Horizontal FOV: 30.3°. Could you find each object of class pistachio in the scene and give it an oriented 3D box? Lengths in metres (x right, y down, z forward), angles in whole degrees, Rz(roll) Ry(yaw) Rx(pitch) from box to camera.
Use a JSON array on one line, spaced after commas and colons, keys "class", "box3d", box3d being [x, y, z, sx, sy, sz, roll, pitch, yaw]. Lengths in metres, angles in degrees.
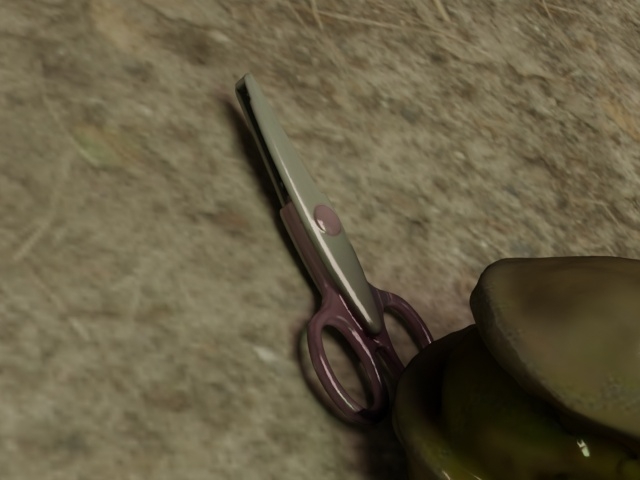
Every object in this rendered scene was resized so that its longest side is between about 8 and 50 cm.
[{"class": "pistachio", "box3d": [0.172, 0.086, 0.532, 0.288, 0.166, 0.197, 25, 28, -24]}]

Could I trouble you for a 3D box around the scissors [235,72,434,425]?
[{"class": "scissors", "box3d": [0.000, 0.000, 0.550, 0.085, 0.022, 0.176, -13, 72, -50]}]
